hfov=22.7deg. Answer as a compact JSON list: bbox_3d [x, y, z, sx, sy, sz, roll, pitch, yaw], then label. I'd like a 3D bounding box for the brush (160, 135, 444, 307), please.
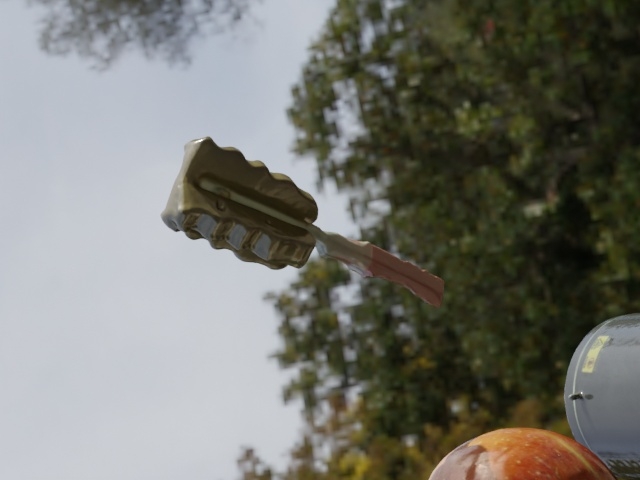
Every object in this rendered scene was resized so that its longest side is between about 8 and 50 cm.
[{"bbox_3d":[0.000,0.000,1.370,0.301,0.071,0.084,24,-107,-34],"label":"brush"}]

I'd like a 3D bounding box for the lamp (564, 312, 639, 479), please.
[{"bbox_3d":[0.409,0.179,1.855,0.374,0.272,0.205,25,-107,-39],"label":"lamp"}]

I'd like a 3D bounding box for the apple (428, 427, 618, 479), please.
[{"bbox_3d":[0.167,0.256,1.332,0.201,0.162,0.201,3,-95,-44],"label":"apple"}]
